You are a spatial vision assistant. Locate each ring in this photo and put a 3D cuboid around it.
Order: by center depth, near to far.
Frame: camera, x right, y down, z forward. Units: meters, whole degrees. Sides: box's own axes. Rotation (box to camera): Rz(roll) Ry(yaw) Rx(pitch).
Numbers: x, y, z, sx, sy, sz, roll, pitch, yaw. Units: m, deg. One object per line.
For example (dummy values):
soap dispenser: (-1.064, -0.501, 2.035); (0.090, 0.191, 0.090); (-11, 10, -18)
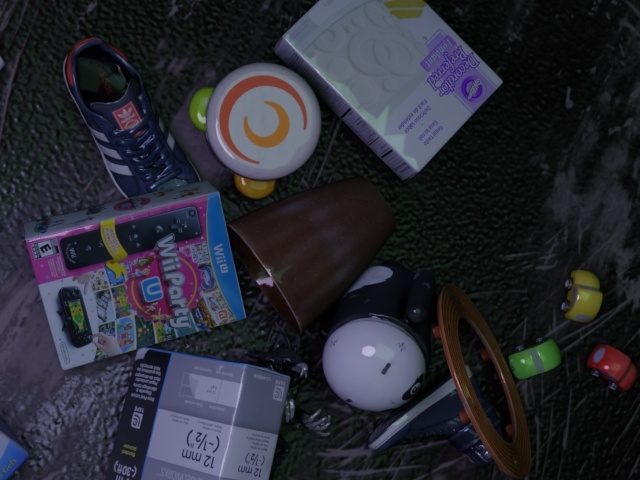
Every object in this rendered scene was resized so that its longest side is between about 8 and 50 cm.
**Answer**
ring: (0.262, 0.231, 1.721); (0.032, 0.336, 0.336); (-25, 89, 20)

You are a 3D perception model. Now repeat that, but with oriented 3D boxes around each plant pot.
plant pot: (0.000, 0.000, 1.712); (0.230, 0.215, 0.215); (-34, 91, -10)

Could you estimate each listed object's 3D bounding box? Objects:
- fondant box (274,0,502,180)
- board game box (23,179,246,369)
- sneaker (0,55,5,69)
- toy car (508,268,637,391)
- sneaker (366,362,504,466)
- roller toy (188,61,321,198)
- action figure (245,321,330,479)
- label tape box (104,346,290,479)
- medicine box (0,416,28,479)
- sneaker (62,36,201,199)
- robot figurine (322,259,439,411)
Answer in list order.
fondant box: (0.119, -0.306, 1.851); (0.330, 0.096, 0.238); (45, 76, -5)
board game box: (-0.293, 0.050, 1.677); (0.304, 0.097, 0.223); (-16, 109, -14)
sneaker: (-0.649, -0.328, 1.681); (0.256, 0.094, 0.151); (46, 79, -2)
toy car: (0.444, 0.189, 1.880); (0.225, 0.053, 0.239); (-22, 88, -15)
sneaker: (0.206, 0.336, 1.791); (0.226, 0.086, 0.163); (-32, 88, -16)
roller toy: (-0.098, -0.194, 1.761); (0.191, 0.146, 0.209); (-36, 97, -6)
action figure: (-0.062, 0.278, 1.704); (0.164, 0.141, 0.275); (24, 79, -46)
label tape box: (-0.204, 0.350, 1.610); (0.115, 0.249, 0.347); (26, 73, -47)
medicine box: (-0.621, 0.303, 1.503); (0.263, 0.149, 0.289); (-47, 134, -12)
sneaker: (-0.306, -0.176, 1.710); (0.131, 0.148, 0.350); (-36, 92, -15)
robot figurine: (0.104, 0.153, 1.713); (0.174, 0.278, 0.209); (0, 123, 16)
